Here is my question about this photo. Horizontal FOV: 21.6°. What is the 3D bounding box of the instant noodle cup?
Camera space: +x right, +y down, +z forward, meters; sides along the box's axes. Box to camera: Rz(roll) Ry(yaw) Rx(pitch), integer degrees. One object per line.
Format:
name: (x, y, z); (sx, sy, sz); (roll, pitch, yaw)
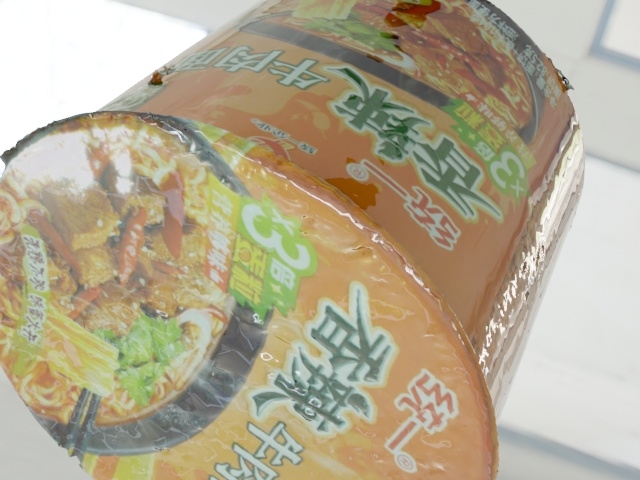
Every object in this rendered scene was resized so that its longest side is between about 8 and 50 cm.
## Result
instant noodle cup: (0.000, 0.000, 0.696); (0.230, 0.230, 0.182); (23, -135, 16)
